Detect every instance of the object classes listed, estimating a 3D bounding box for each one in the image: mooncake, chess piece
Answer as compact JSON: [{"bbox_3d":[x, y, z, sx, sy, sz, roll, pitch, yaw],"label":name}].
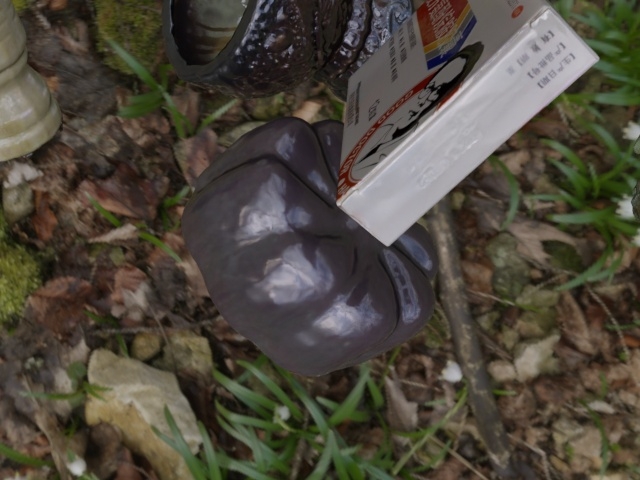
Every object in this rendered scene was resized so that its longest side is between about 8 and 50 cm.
[{"bbox_3d":[0.000,0.000,0.976,0.306,0.154,0.306,28,46,-33],"label":"mooncake"},{"bbox_3d":[-0.405,-0.236,0.965,0.137,0.137,0.301,-26,143,-19],"label":"chess piece"}]

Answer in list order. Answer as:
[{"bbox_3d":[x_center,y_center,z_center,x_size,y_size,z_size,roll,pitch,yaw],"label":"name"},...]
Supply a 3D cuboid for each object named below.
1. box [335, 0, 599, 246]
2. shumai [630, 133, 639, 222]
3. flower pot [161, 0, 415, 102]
[{"bbox_3d":[0.114,-0.156,0.767,0.069,0.353,0.214,40,113,-17],"label":"box"},{"bbox_3d":[0.187,-0.050,0.404,0.082,0.083,0.081,18,56,-48],"label":"shumai"},{"bbox_3d":[-0.033,-0.300,1.098,0.267,0.266,0.267,10,98,-38],"label":"flower pot"}]
